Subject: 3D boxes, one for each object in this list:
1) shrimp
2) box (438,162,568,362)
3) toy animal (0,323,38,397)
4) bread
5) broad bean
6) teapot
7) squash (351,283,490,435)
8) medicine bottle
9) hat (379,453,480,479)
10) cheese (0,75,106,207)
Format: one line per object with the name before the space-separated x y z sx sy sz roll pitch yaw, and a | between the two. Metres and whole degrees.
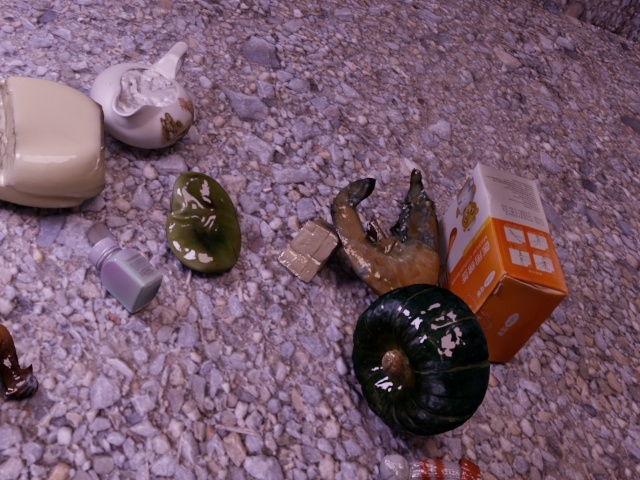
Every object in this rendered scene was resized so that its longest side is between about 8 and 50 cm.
shrimp | 0.143 -0.040 1.727 0.272 0.085 0.445 39 37 -12
box | 0.349 0.043 1.683 0.143 0.225 0.341 15 41 -15
toy animal | -0.484 0.174 1.135 0.179 0.089 0.188 47 34 -5
bread | -0.010 0.016 1.642 0.077 0.105 0.152 37 8 8
broad bean | -0.212 -0.025 1.532 0.153 0.072 0.207 -2 61 -31
teapot | -0.344 -0.281 1.652 0.204 0.139 0.298 24 40 -5
squash | 0.165 0.197 1.385 0.165 0.252 0.252 -10 54 -31
medicine bottle | -0.320 0.052 1.366 0.118 0.074 0.055 40 41 12
hat | 0.172 0.385 1.339 0.162 0.093 0.112 11 30 4
cheese | -0.484 -0.170 1.457 0.233 0.127 0.266 5 43 -24
